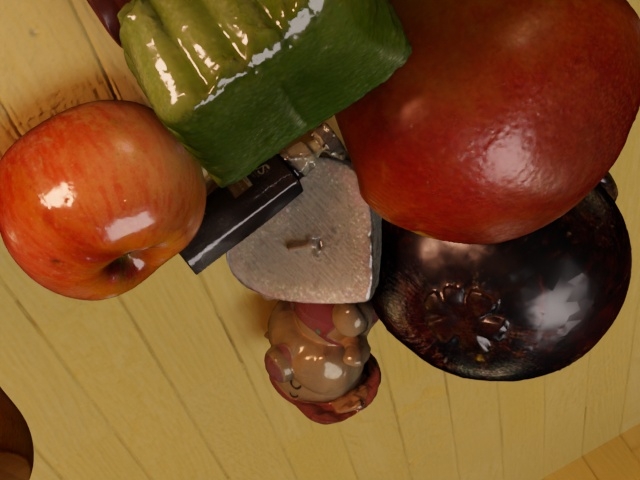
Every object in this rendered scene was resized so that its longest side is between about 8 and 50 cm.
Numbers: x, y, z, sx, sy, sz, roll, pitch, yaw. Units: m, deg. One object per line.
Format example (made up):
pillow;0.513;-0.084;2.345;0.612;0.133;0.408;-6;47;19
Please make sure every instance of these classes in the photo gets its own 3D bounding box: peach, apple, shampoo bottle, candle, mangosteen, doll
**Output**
peach;0.170;-0.158;1.384;0.332;0.308;0.308;-26;151;-5
apple;-0.209;-0.039;1.341;0.209;0.164;0.209;-24;153;-13
shampoo bottle;-0.064;-0.047;1.437;0.207;0.057;0.063;-38;155;-2
candle;0.000;0.000;1.528;0.192;0.168;0.068;-42;-175;20
mangosteen;0.212;0.013;1.631;0.330;0.330;0.330;-24;150;-14
doll;0.000;0.121;1.777;0.152;0.196;0.256;-3;136;-16

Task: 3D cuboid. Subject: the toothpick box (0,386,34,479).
toothpick box;-0.383;0.118;1.281;0.192;0.294;0.192;-22;147;-16

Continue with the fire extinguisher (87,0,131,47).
fire extinguisher;-0.078;-0.268;1.174;0.269;0.105;0.105;-32;151;0

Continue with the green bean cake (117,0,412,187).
green bean cake;-0.047;-0.166;1.164;0.222;0.125;0.248;-34;166;2

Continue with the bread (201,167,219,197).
bread;-0.112;-0.073;1.475;0.122;0.073;0.149;-6;142;-42
